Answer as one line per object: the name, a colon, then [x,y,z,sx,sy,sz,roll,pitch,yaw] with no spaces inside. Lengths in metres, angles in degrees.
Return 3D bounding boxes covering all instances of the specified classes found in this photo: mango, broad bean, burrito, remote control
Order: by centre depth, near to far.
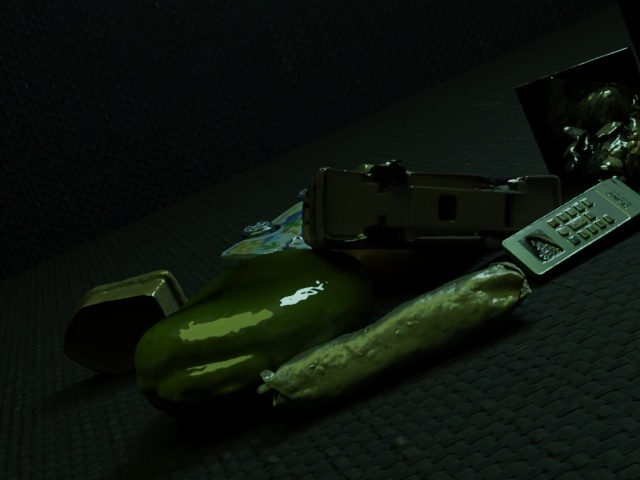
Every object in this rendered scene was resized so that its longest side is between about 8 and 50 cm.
burrito: [0.070,0.096,1.049,0.275,0.059,0.082,-25,4,-7]
remote control: [0.275,-0.011,1.170,0.166,0.029,0.065,-29,50,-19]
broad bean: [-0.072,0.094,1.176,0.291,0.119,0.238,-31,14,-38]
mango: [0.103,0.008,1.326,0.165,0.089,0.115,-9,9,42]

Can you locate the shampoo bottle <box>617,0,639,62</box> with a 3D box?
shampoo bottle: [0.437,-0.274,1.385,0.098,0.309,0.071,-26,11,-10]

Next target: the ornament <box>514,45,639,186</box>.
ornament: [0.337,-0.118,1.338,0.166,0.153,0.196,-20,21,20]

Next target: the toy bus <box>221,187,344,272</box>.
toy bus: [0.000,0.000,1.520,0.136,0.109,0.330,-5,19,31]

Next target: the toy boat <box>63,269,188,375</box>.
toy boat: [-0.264,0.117,1.467,0.188,0.116,0.061,-17,19,21]

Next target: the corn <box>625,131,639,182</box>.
corn: [0.457,-0.114,1.170,0.098,0.098,0.290,-33,11,-40]

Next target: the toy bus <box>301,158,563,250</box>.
toy bus: [0.121,-0.031,1.206,0.274,0.090,0.112,2,-8,-15]

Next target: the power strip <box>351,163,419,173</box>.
power strip: [0.124,-0.055,1.334,0.268,0.034,0.092,9,-9,-15]
